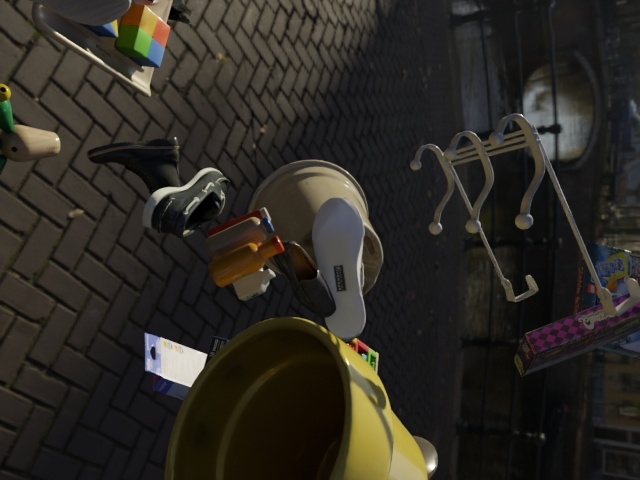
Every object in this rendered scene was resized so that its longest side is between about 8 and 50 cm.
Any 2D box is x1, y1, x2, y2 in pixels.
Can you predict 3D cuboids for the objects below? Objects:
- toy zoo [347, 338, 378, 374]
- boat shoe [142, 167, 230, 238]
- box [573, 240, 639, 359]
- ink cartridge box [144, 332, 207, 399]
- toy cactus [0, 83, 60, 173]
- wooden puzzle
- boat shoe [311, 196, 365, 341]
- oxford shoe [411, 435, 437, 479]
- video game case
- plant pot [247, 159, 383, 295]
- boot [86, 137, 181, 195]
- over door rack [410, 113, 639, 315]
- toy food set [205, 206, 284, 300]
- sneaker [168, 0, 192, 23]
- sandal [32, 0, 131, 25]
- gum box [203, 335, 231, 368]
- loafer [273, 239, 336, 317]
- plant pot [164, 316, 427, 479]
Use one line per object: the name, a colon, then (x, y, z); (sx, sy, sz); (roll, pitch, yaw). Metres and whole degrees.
toy zoo: (0.069, 0.327, 1.347); (0.293, 0.030, 0.192); (44, 47, -55)
boat shoe: (-0.255, -0.074, 1.203); (0.302, 0.091, 0.114); (-50, 161, -61)
box: (0.648, 0.129, 1.255); (0.044, 0.159, 0.233); (94, 11, -66)
ink cartridge box: (-0.392, 0.396, 1.694); (0.311, 0.186, 0.065); (31, 106, -29)
toy cactus: (-0.420, -0.125, 0.727); (0.180, 0.112, 0.219); (-13, 122, -55)
wooden puzzle: (-0.379, -0.497, 1.108); (0.322, 0.080, 0.348); (24, 75, -70)
boat shoe: (0.043, 0.061, 1.175); (0.102, 0.108, 0.301); (89, -5, -70)
oxford shoe: (0.134, 0.392, 0.908); (0.212, 0.076, 0.076); (-40, 145, -62)
video game case: (0.457, 0.160, 0.984); (0.210, 0.232, 0.042); (60, 9, -64)
plant pot: (0.000, 0.000, 1.394); (0.305, 0.334, 0.334); (-122, -164, -65)
boot: (-0.402, -0.150, 1.259); (0.198, 0.077, 0.137); (-11, 101, -26)
over door rack: (0.279, -0.014, 0.844); (0.108, 0.239, 0.324); (-40, 102, -15)
toy food set: (-0.102, 0.019, 0.885); (0.232, 0.104, 0.111); (58, 7, -76)
sneaker: (-0.408, -0.607, 1.455); (0.089, 0.170, 0.051); (-90, -158, -47)
sandal: (-0.325, -0.318, 0.618); (0.076, 0.102, 0.265); (65, 20, 14)
gum box: (-0.109, 0.256, 0.941); (0.041, 0.184, 0.157); (75, 28, -74)
loafer: (-0.024, 0.073, 1.043); (0.062, 0.061, 0.170); (-43, 102, -21)
plant pot: (-0.003, 0.251, 0.649); (0.239, 0.254, 0.254); (41, 55, -38)
